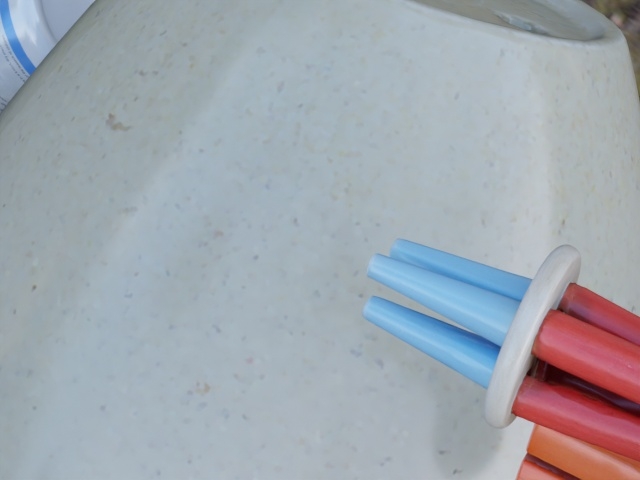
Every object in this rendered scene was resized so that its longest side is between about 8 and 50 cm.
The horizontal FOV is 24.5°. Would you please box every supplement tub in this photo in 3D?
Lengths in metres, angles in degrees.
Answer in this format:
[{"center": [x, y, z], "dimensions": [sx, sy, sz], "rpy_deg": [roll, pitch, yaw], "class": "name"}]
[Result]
[{"center": [-0.161, -0.093, 0.719], "dimensions": [0.107, 0.071, 0.071], "rpy_deg": [-16, 118, 25], "class": "supplement tub"}]

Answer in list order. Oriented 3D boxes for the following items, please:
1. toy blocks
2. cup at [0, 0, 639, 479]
[{"center": [0.082, 0.055, 0.410], "dimensions": [0.148, 0.054, 0.123], "rpy_deg": [24, 153, 17], "class": "toy blocks"}, {"center": [0.000, 0.000, 0.593], "dimensions": [0.331, 0.331, 0.236], "rpy_deg": [12, 111, -15], "class": "cup"}]
